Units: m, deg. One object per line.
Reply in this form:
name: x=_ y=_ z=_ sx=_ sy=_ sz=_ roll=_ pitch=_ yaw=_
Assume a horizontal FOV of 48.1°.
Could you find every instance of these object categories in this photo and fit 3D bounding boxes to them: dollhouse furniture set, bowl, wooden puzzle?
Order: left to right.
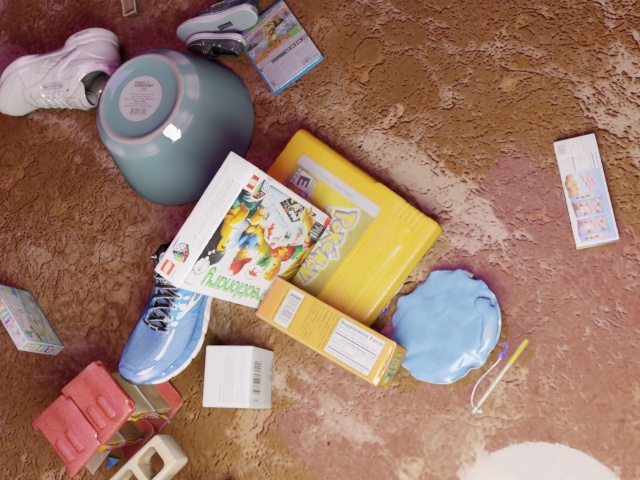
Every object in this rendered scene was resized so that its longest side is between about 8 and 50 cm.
wooden puzzle: x=-0.419 y=0.382 z=1.323 sx=0.078 sy=0.014 sz=0.116 roll=-49 pitch=65 yaw=7
dollhouse furniture set: x=-0.410 y=-0.551 z=1.537 sx=0.091 sy=0.081 sz=0.114 roll=-17 pitch=70 yaw=15
dollhouse furniture set: x=-0.267 y=0.376 z=1.174 sx=0.152 sy=0.201 sz=0.374 roll=-46 pitch=72 yaw=3
bowl: x=-0.299 y=-0.237 z=1.366 sx=0.311 sy=0.163 sz=0.312 roll=-5 pitch=74 yaw=18

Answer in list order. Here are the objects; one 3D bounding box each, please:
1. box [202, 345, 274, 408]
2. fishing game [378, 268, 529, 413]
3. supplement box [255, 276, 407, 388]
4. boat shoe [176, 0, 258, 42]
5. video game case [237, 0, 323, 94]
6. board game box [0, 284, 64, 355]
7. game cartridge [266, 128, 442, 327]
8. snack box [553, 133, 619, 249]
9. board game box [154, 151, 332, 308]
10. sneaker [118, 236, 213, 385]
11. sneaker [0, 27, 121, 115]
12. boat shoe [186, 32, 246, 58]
box: x=-0.137 y=0.232 z=1.209 sx=0.087 sy=0.102 sz=0.101 roll=-3 pitch=75 yaw=18
fishing game: x=0.198 y=0.134 z=1.137 sx=0.264 sy=0.041 sz=0.189 roll=33 pitch=90 yaw=39
supplement box: x=0.017 y=0.145 z=1.132 sx=0.233 sy=0.078 sz=0.080 roll=30 pitch=87 yaw=25
boat shoe: x=-0.203 y=-0.455 z=1.450 sx=0.183 sy=0.065 sz=0.083 roll=-9 pitch=56 yaw=22
video game case: x=-0.082 y=-0.379 z=1.404 sx=0.119 sy=0.015 sz=0.166 roll=-35 pitch=67 yaw=9
board game box: x=-0.574 y=0.153 z=1.393 sx=0.026 sy=0.103 sz=0.154 roll=-44 pitch=65 yaw=4
game cartridge: x=0.000 y=0.000 z=1.239 sx=0.323 sy=0.052 sz=0.285 roll=38 pitch=93 yaw=28
snack box: x=0.417 y=-0.078 z=1.131 sx=0.064 sy=0.022 sz=0.178 roll=-11 pitch=72 yaw=16
board game box: x=-0.102 y=0.001 z=1.089 sx=0.053 sy=0.305 sz=0.193 roll=34 pitch=92 yaw=24
sneaker: x=-0.242 y=0.079 z=1.180 sx=0.129 sy=0.147 sz=0.330 roll=16 pitch=68 yaw=27
sneaker: x=-0.554 y=-0.328 z=1.511 sx=0.305 sy=0.114 sz=0.152 roll=-25 pitch=67 yaw=13
boat shoe: x=-0.213 y=-0.384 z=1.427 sx=0.142 sy=0.049 sz=0.040 roll=4 pitch=68 yaw=29
